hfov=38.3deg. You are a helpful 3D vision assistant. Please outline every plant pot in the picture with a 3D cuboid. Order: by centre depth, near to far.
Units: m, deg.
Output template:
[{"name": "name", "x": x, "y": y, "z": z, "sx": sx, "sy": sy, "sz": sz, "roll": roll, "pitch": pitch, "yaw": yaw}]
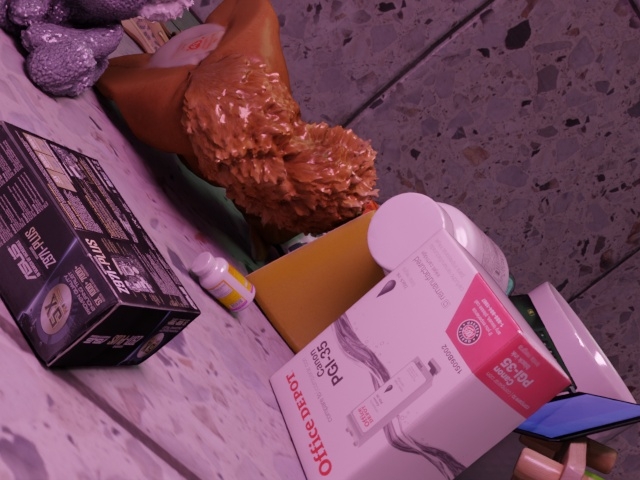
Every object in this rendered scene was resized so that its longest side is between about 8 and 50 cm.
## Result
[{"name": "plant pot", "x": 0.045, "y": 0.094, "z": 1.348, "sx": 0.187, "sy": 0.212, "sz": 0.212, "roll": 64, "pitch": 10, "yaw": 10}]

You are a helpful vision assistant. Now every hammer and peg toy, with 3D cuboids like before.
[{"name": "hammer and peg toy", "x": 0.297, "y": 0.370, "z": 1.237, "sx": 0.127, "sy": 0.266, "sz": 0.361, "roll": 24, "pitch": 8, "yaw": 14}]

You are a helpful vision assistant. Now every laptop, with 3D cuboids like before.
[{"name": "laptop", "x": 0.301, "y": 0.165, "z": 1.274, "sx": 0.234, "sy": 0.136, "sz": 0.264, "roll": -3, "pitch": 58, "yaw": -35}]

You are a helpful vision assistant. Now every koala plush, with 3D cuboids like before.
[{"name": "koala plush", "x": -0.290, "y": -0.316, "z": 1.182, "sx": 0.196, "sy": 0.221, "sz": 0.203, "roll": 51, "pitch": 8, "yaw": 3}]

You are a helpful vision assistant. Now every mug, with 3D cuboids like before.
[{"name": "mug", "x": 0.309, "y": 0.260, "z": 1.538, "sx": 0.374, "sy": 0.328, "sz": 0.276, "roll": 31, "pitch": 26, "yaw": -58}]

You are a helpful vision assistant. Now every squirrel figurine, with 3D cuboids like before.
[{"name": "squirrel figurine", "x": -0.092, "y": -0.120, "z": 1.349, "sx": 0.397, "sy": 0.281, "sz": 0.371, "roll": 46, "pitch": -14, "yaw": 52}]

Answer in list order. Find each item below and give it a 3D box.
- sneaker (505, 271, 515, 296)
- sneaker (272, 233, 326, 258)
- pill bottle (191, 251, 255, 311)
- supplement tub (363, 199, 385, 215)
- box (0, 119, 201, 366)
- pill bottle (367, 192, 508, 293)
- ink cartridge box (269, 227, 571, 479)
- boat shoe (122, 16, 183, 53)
[{"name": "sneaker", "x": 0.235, "y": 0.127, "z": 1.567, "sx": 0.083, "sy": 0.223, "sz": 0.098, "roll": 48, "pitch": -24, "yaw": 15}, {"name": "sneaker", "x": 0.000, "y": 0.000, "z": 1.571, "sx": 0.235, "sy": 0.153, "sz": 0.094, "roll": 53, "pitch": -20, "yaw": 29}, {"name": "pill bottle", "x": -0.121, "y": 0.050, "z": 1.135, "sx": 0.083, "sy": 0.043, "sz": 0.043, "roll": 46, "pitch": 9, "yaw": -36}, {"name": "supplement tub", "x": 0.127, "y": 0.059, "z": 1.896, "sx": 0.338, "sy": 0.207, "sz": 0.207, "roll": 44, "pitch": 10, "yaw": -39}, {"name": "box", "x": -0.200, "y": 0.009, "z": 0.748, "sx": 0.180, "sy": 0.077, "sz": 0.147, "roll": 53, "pitch": 8, "yaw": 15}, {"name": "pill bottle", "x": 0.152, "y": 0.022, "z": 1.201, "sx": 0.131, "sy": 0.131, "sz": 0.229, "roll": 56, "pitch": 12, "yaw": 30}, {"name": "ink cartridge box", "x": 0.100, "y": 0.158, "z": 1.029, "sx": 0.117, "sy": 0.283, "sz": 0.207, "roll": 41, "pitch": 12, "yaw": -36}, {"name": "boat shoe", "x": -0.334, "y": -0.429, "z": 1.920, "sx": 0.285, "sy": 0.089, "sz": 0.105, "roll": 46, "pitch": 9, "yaw": -37}]
